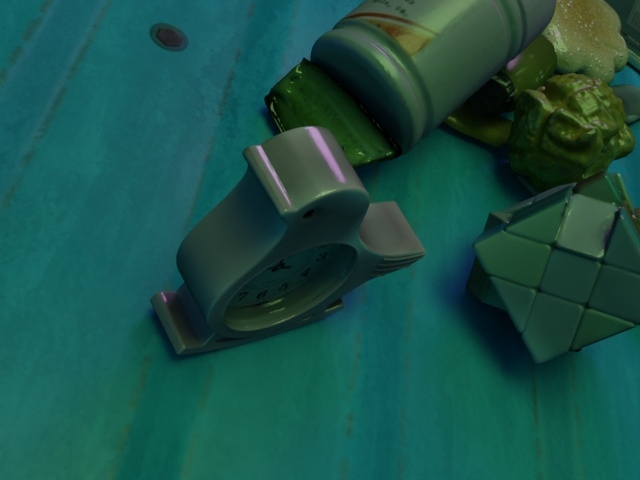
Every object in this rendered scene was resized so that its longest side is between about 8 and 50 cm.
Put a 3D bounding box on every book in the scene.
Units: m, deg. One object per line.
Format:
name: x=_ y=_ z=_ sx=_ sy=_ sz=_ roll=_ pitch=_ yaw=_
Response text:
book: x=0.762 y=-0.492 z=1.741 sx=0.264 sy=0.031 sz=0.379 roll=39 pitch=47 yaw=0

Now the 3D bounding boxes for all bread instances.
bread: x=0.490 y=-0.438 z=1.471 sx=0.316 sy=0.054 sz=0.316 roll=16 pitch=57 yaw=-25

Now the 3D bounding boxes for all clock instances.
clock: x=0.000 y=0.000 z=0.792 sx=0.290 sy=0.275 sz=0.080 roll=-11 pitch=59 yaw=-38

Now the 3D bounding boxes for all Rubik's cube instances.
Rubik's cube: x=0.329 y=0.036 z=0.996 sx=0.224 sy=0.265 sz=0.213 roll=63 pitch=24 yaw=-2

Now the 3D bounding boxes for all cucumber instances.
cucumber: x=0.015 y=-0.155 z=1.034 sx=0.193 sy=0.115 sz=0.086 roll=49 pitch=18 yaw=7

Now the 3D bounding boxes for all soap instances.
soap: x=0.258 y=-0.197 z=1.239 sx=0.168 sy=0.033 sz=0.089 roll=25 pitch=49 yaw=-11

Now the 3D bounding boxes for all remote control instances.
remote control: x=0.570 y=-0.265 z=1.459 sx=0.256 sy=0.045 sz=0.097 roll=-22 pitch=71 yaw=-41

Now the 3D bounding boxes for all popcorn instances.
popcorn: x=0.387 y=-0.163 z=1.164 sx=0.185 sy=0.187 sz=0.167 roll=-37 pitch=51 yaw=-16

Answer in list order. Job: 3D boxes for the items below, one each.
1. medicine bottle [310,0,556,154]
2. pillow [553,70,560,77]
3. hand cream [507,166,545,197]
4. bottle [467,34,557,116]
medicine bottle: x=0.160 y=-0.289 z=1.070 sx=0.316 sy=0.202 sz=0.202 roll=-42 pitch=83 yaw=-19
pillow: x=0.435 y=-0.396 z=1.475 sx=0.148 sy=0.050 sz=0.229 roll=37 pitch=50 yaw=5
hand cream: x=0.434 y=-0.012 z=1.206 sx=0.109 sy=0.067 sz=0.320 roll=-18 pitch=60 yaw=-36
bottle: x=0.314 y=-0.273 z=1.250 sx=0.112 sy=0.112 sz=0.260 roll=43 pitch=38 yaw=5
